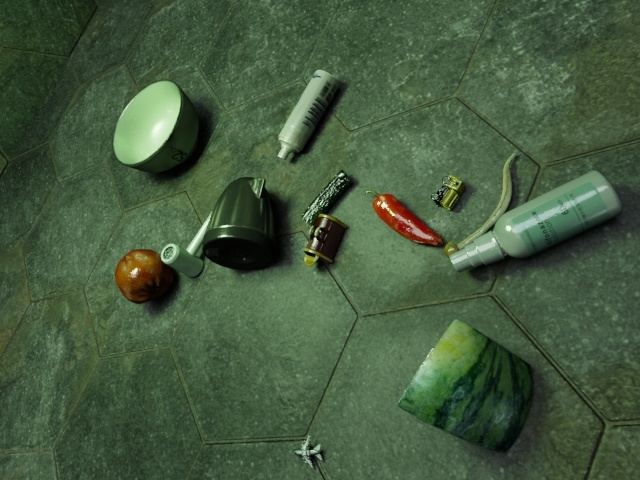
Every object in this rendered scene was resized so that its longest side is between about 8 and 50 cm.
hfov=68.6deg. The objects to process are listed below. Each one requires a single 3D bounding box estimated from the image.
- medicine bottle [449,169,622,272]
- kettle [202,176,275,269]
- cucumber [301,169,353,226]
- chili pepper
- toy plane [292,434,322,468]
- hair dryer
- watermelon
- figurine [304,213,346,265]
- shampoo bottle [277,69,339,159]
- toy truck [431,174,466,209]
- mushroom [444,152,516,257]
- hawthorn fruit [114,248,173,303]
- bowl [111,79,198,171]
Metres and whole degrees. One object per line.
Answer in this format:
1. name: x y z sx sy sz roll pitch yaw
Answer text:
1. medicine bottle: 0.456 -0.023 1.032 0.352 0.110 0.110 -29 58 18
2. kettle: -0.231 -0.063 1.430 0.208 0.250 0.271 3 61 0
3. cucumber: 0.018 -0.124 1.366 0.187 0.058 0.058 -50 54 3
4. chili pepper: 0.206 -0.060 1.228 0.272 0.063 0.071 45 108 33
5. toy plane: -0.034 0.515 1.144 0.083 0.031 0.078 -11 78 23
6. hair dryer: -0.400 -0.004 1.523 0.073 0.131 0.236 28 80 36
7. watermelon: 0.300 0.300 0.991 0.262 0.201 0.212 32 86 -7
8. figurine: -0.001 0.001 1.301 0.083 0.098 0.154 17 76 31
9. shampoo bottle: -0.051 -0.391 1.498 0.092 0.092 0.303 27 86 36
10. toy truck: 0.327 -0.122 1.188 0.054 0.049 0.083 34 90 35
11. mushroom: 0.407 -0.077 1.133 0.068 0.043 0.306 37 89 11
12. hawthorn fruit: -0.590 0.103 1.551 0.179 0.179 0.200 -45 60 7
13. bowl: -0.586 -0.397 1.756 0.354 0.185 0.353 -12 64 26
